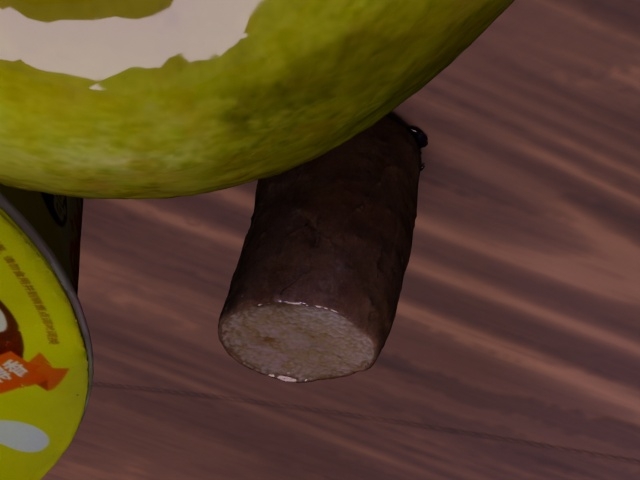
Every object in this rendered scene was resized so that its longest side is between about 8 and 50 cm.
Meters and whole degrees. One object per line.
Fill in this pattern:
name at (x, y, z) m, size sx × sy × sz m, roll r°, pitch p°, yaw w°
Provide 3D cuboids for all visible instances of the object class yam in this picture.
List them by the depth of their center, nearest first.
yam at (0.002, 0.002, 0.876) m, size 0.084 × 0.127 × 0.084 m, roll 7°, pitch 141°, yaw 5°

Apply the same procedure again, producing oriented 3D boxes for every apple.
apple at (-0.065, -0.177, 0.545) m, size 0.339 × 0.339 × 0.339 m, roll 4°, pitch 139°, yaw 3°

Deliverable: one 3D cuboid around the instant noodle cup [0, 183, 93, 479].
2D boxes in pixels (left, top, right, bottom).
instant noodle cup at (-0.222, -0.047, 0.777) m, size 0.311 × 0.221 × 0.311 m, roll 5°, pitch 140°, yaw 4°
